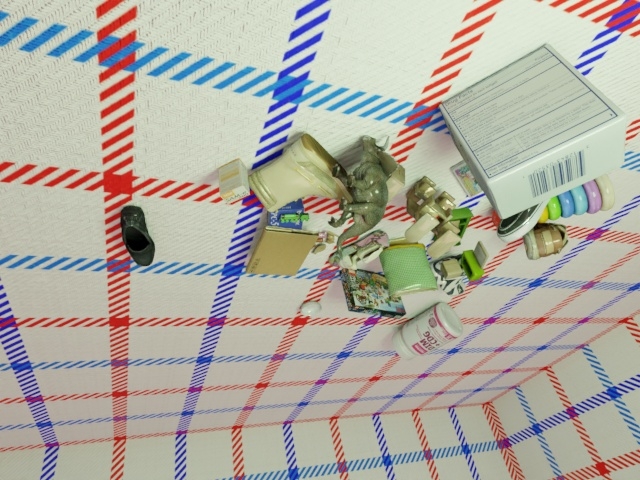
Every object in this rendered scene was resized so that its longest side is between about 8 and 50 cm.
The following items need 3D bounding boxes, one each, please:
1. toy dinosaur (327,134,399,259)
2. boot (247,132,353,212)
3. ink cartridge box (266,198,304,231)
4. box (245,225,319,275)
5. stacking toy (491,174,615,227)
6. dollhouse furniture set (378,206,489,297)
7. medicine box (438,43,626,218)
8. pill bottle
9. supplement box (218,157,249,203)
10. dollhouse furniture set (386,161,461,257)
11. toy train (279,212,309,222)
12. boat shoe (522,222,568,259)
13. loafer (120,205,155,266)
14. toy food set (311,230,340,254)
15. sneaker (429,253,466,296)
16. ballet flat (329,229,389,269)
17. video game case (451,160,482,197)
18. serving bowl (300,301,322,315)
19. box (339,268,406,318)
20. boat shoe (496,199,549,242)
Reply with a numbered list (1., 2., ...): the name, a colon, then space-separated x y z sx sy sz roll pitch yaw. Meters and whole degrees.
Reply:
1. toy dinosaur: 0.108 -0.099 1.011 0.161 0.121 0.313 0 99 -28
2. boot: -0.037 -0.129 1.086 0.204 0.095 0.262 -30 138 20
3. ink cartridge box: -0.105 -0.032 1.228 0.097 0.046 0.207 -5 141 -13
4. box: -0.115 0.037 1.256 0.165 0.021 0.201 5 138 -26
5. stacking toy: 0.704 -0.109 1.318 0.331 0.141 0.141 -19 142 14
6. dollhouse furniture set: 0.343 0.038 1.331 0.302 0.197 0.151 -10 144 -6
7. medicine box: 0.448 -0.239 0.935 0.264 0.289 0.149 -27 138 17
8. pill bottle: 0.463 0.406 1.866 0.160 0.160 0.283 22 130 -37
9. supplement box: -0.207 -0.142 1.014 0.062 0.098 0.036 -22 142 11
10. dollhouse furniture set: 0.236 -0.073 1.158 0.242 0.212 0.161 35 124 -13
11. toy train: -0.070 -0.063 1.151 0.083 0.017 0.023 -4 131 -15
12. boat shoe: 0.737 -0.001 1.373 0.117 0.123 0.324 -15 -179 32
13. loafer: -0.488 0.005 1.131 0.076 0.078 0.223 -3 141 -13
14. toy food set: 0.000 0.000 1.327 0.122 0.019 0.078 -31 139 34
15. sneaker: 0.512 0.125 1.578 0.235 0.094 0.153 33 133 -31
16. ballet flat: 0.125 0.046 1.372 0.222 0.079 0.077 -30 141 20
17. video game case: 0.466 -0.199 1.215 0.143 0.019 0.157 -30 140 21
18. serving bowl: -0.037 0.257 1.631 0.084 0.027 0.083 -9 143 -7
19. box: 0.184 0.185 1.501 0.233 0.159 0.044 14 136 -32
20. boat shoe: 0.596 -0.138 1.218 0.105 0.113 0.306 28 112 -19
